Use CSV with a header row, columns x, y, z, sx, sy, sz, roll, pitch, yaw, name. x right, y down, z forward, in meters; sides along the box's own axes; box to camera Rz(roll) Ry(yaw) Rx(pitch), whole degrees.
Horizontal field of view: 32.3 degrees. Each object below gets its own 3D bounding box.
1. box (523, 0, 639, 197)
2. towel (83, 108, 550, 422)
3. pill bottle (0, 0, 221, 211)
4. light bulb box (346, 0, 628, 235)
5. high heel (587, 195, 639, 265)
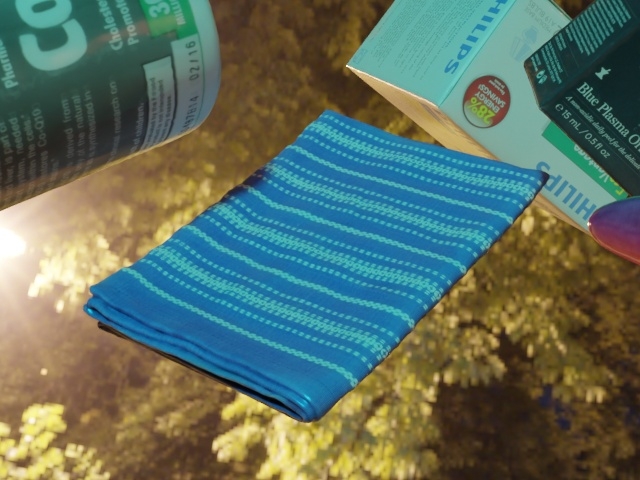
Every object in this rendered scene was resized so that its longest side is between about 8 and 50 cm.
x,y,z,sx,sy,sz,roll,pitch,yaw,name
0.273,-0.125,0.868,0.156,0.093,0.158,39,-65,-20,box
0.000,0.000,0.902,0.243,0.336,0.040,19,-45,34,towel
-0.273,-0.116,0.826,0.361,0.204,0.204,-28,-2,-31,pill bottle
0.289,-0.228,1.713,0.358,0.225,0.361,35,3,-26,light bulb box
0.295,0.043,0.781,0.244,0.117,0.082,17,-26,25,high heel
